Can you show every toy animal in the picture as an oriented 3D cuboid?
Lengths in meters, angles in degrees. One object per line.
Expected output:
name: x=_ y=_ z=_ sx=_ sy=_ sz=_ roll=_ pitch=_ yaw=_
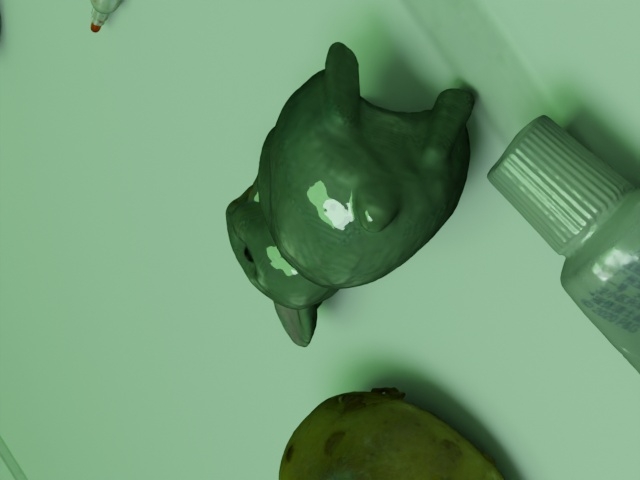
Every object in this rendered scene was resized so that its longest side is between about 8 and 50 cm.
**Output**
toy animal: x=-0.006 y=-0.007 z=0.592 sx=0.108 sy=0.138 sz=0.236 roll=26 pitch=137 yaw=-13

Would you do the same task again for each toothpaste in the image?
toothpaste: x=0.195 y=0.048 z=0.466 sx=0.282 sy=0.068 sz=0.099 roll=43 pitch=170 yaw=6

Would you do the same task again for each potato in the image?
potato: x=0.047 y=0.175 z=0.648 sx=0.175 sy=0.137 sz=0.137 roll=29 pitch=132 yaw=30

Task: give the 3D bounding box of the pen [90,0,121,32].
pen: x=-0.126 y=-0.214 z=0.665 sx=0.026 sy=0.026 sz=0.218 roll=50 pitch=141 yaw=11
